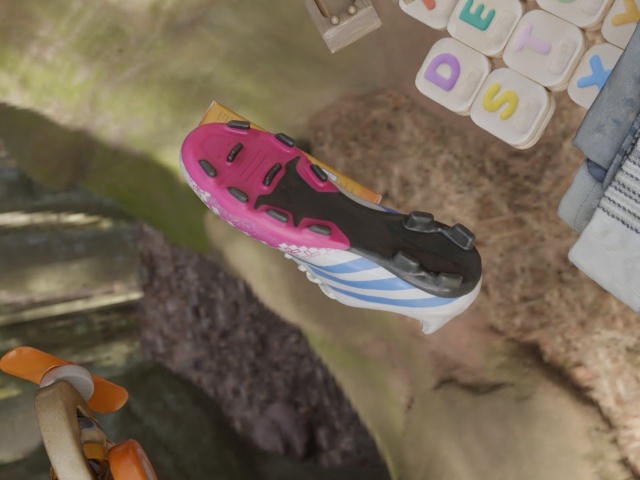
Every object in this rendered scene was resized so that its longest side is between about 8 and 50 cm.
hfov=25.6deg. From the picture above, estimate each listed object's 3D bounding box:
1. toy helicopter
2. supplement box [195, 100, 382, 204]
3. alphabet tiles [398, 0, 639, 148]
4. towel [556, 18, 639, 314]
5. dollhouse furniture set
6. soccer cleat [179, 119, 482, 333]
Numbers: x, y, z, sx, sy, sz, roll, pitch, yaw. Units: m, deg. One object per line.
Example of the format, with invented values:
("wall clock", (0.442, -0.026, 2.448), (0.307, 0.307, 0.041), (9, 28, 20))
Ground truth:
("toy helicopter", (-0.269, 0.246, 1.663), (0.355, 0.140, 0.235), (71, 174, -73))
("supplement box", (-0.044, -0.076, 1.685), (0.080, 0.233, 0.078), (-62, -2, -3))
("alphabet tiles", (0.197, -0.227, 1.213), (0.278, 0.021, 0.284), (37, 102, 38))
("towel", (0.301, -0.063, 0.862), (0.324, 0.056, 0.312), (44, 119, 43))
("dollhouse furniture set", (0.029, -0.272, 1.165), (0.123, 0.151, 0.144), (54, -171, -49))
("soccer cleat", (0.000, 0.000, 1.426), (0.331, 0.116, 0.143), (26, 144, 0))
